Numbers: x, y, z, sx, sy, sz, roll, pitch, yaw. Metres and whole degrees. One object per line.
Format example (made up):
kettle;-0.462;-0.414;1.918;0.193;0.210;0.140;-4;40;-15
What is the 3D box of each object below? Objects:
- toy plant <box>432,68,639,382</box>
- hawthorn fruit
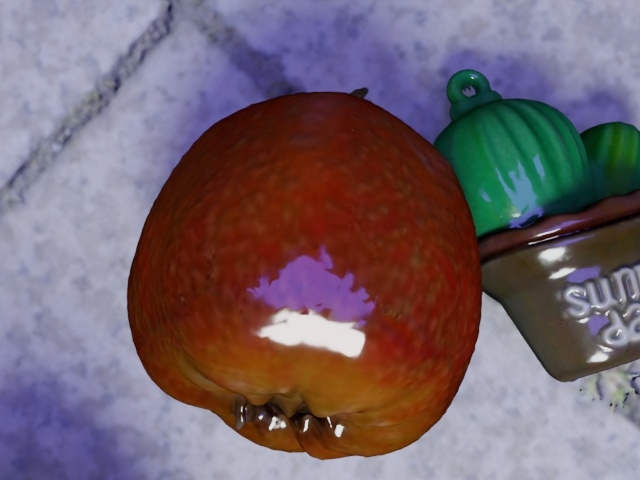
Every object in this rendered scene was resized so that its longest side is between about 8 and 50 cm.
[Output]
toy plant;0.142;-0.021;0.462;0.143;0.105;0.200;-16;78;-9
hawthorn fruit;0.000;0.000;0.430;0.197;0.196;0.225;12;63;0
